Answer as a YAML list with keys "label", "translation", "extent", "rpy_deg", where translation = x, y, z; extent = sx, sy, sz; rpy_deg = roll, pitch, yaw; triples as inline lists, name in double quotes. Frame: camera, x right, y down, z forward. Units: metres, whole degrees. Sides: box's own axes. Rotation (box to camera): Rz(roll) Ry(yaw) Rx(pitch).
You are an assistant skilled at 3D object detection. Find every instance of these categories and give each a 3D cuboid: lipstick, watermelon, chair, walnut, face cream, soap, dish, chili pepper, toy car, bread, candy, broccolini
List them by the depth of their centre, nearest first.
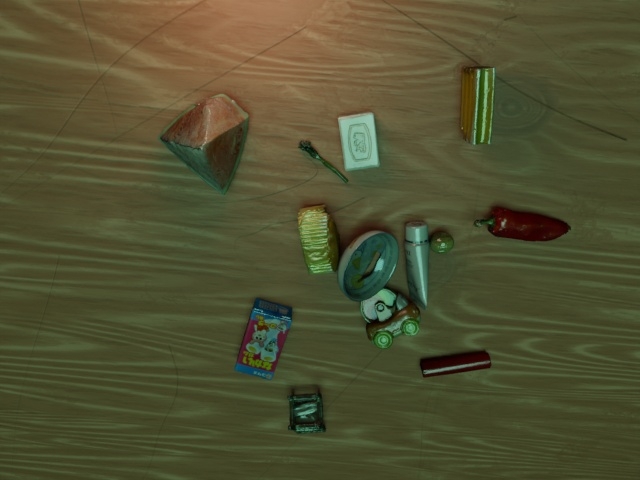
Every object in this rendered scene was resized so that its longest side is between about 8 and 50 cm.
- label: "soap"
  translation: [0.498, -0.431, 1.502]
  extent: [0.073, 0.140, 0.232]
  rpy_deg: [-4, 112, 2]
- label: "watermelon"
  translation: [-0.332, -0.297, 1.517]
  extent: [0.283, 0.292, 0.250]
  rpy_deg: [-45, 135, 15]
- label: "soap"
  translation: [0.130, -0.334, 1.587]
  extent: [0.122, 0.064, 0.183]
  rpy_deg: [-8, 112, 6]
- label: "broccolini"
  translation: [0.011, -0.269, 1.634]
  extent: [0.218, 0.044, 0.042]
  rpy_deg: [41, 92, -20]
- label: "bread"
  translation: [0.000, 0.000, 1.665]
  extent: [0.133, 0.179, 0.250]
  rpy_deg: [-7, 115, 7]
- label: "chili pepper"
  translation: [0.718, -0.053, 1.683]
  extent: [0.388, 0.110, 0.110]
  rpy_deg: [7, 112, -8]
- label: "walnut"
  translation: [0.440, 0.008, 1.716]
  extent: [0.092, 0.092, 0.092]
  rpy_deg: [0, 113, 0]
- label: "dish"
  translation: [0.146, 0.072, 1.717]
  extent: [0.273, 0.134, 0.273]
  rpy_deg: [-21, 127, -31]
- label: "face cream"
  translation: [0.358, 0.088, 1.736]
  extent: [0.089, 0.143, 0.314]
  rpy_deg: [-10, 107, -13]
- label: "toy car"
  translation: [0.257, 0.275, 1.812]
  extent: [0.235, 0.145, 0.235]
  rpy_deg: [1, 97, 7]
- label: "candy"
  translation: [-0.226, 0.394, 1.872]
  extent: [0.157, 0.100, 0.305]
  rpy_deg: [16, 111, -7]
- label: "lipstick"
  translation: [0.550, 0.509, 1.931]
  extent: [0.280, 0.073, 0.073]
  rpy_deg: [-8, 112, 3]
- label: "chair"
  translation: [-0.055, 0.738, 2.011]
  extent: [0.136, 0.147, 0.270]
  rpy_deg: [-5, 156, 5]
